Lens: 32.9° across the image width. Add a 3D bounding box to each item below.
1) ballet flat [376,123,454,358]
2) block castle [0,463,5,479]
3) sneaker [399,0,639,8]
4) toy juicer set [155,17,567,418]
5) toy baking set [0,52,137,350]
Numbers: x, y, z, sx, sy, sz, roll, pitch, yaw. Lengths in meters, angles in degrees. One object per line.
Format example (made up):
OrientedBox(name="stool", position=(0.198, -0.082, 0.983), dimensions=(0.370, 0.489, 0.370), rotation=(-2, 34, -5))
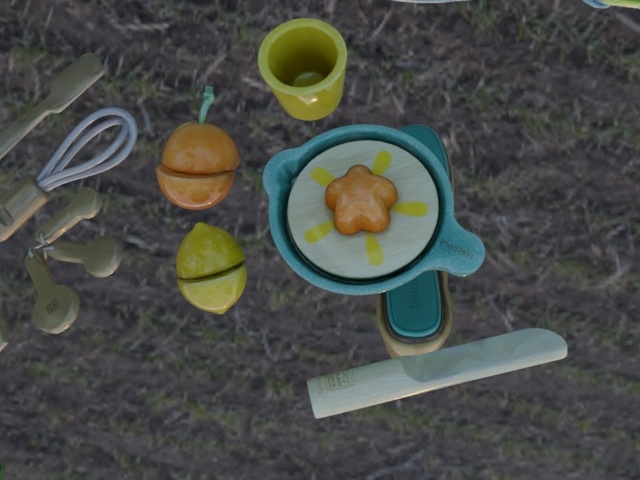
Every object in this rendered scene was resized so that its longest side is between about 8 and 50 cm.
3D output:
OrientedBox(name="ballet flat", position=(0.076, 0.006, 0.944), dimensions=(0.080, 0.232, 0.073), rotation=(2, 146, 6))
OrientedBox(name="block castle", position=(-0.342, 0.122, 0.596), dimensions=(0.303, 0.212, 0.453), rotation=(20, 161, -1))
OrientedBox(name="sneaker", position=(0.149, -0.228, 0.787), dimensions=(0.319, 0.208, 0.127), rotation=(-9, 113, 19))
OrientedBox(name="toy juicer set", position=(0.000, 0.000, 0.787), dimensions=(0.209, 0.329, 0.089), rotation=(-33, 158, -7))
OrientedBox(name="toy baking set", position=(-0.226, -0.018, 0.832), dimensions=(0.197, 0.256, 0.030), rotation=(-14, 150, 21))
